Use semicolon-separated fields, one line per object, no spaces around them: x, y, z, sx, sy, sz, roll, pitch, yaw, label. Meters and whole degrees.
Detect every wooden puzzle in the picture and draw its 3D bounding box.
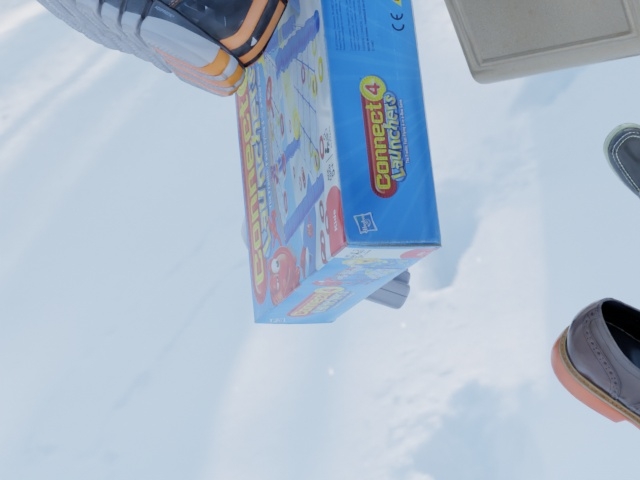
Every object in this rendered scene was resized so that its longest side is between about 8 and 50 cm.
0.240;-0.292;1.406;0.221;0.238;0.044;-7;35;32;wooden puzzle

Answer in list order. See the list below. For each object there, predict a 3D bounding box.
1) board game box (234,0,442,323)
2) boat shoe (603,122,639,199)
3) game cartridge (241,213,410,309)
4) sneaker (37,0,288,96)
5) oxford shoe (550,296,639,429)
0.002;-0.101;1.177;0.086;0.308;0.302;-1;-16;-18;board game box
0.448;-0.062;1.590;0.080;0.223;0.073;-45;21;9;boat shoe
0.000;0.000;1.565;0.196;0.060;0.294;23;11;-8;game cartridge
-0.154;-0.264;1.150;0.321;0.124;0.180;28;82;22;sneaker
0.328;0.139;1.063;0.271;0.098;0.097;27;57;6;oxford shoe
